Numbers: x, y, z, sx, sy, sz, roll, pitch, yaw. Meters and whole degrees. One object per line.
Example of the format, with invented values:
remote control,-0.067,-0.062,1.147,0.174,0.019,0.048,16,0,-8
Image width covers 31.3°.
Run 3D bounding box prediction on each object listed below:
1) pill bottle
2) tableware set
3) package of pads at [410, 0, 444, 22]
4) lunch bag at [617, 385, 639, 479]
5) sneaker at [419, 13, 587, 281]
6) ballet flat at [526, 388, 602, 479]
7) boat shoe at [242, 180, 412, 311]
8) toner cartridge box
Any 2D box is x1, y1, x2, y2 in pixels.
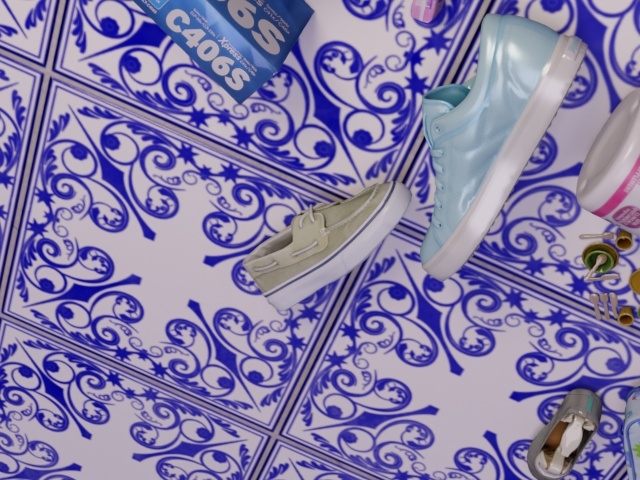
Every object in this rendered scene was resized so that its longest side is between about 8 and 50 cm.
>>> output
pill bottle,0.459,-0.049,1.335,0.283,0.160,0.160,26,129,-3
tableware set,0.403,0.053,1.518,0.104,0.024,0.154,-5,123,21
package of pads,0.130,-0.300,1.323,0.032,0.050,0.083,18,130,11
lunch bag,0.520,0.301,1.624,0.176,0.090,0.219,-5,124,20
sneaker,0.182,-0.119,1.405,0.150,0.135,0.366,29,121,5
ballet flat,0.355,0.306,1.696,0.072,0.068,0.213,20,130,3
boat shoe,0.000,0.000,1.558,0.094,0.109,0.302,42,130,-12
toner cartridge box,-0.170,-0.334,1.323,0.348,0.165,0.075,43,126,-16
